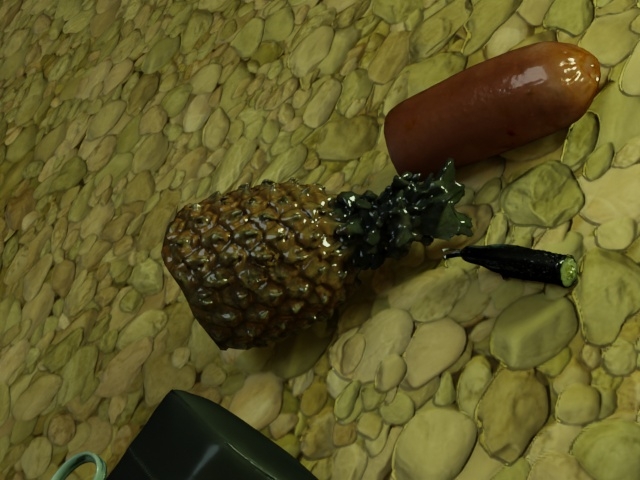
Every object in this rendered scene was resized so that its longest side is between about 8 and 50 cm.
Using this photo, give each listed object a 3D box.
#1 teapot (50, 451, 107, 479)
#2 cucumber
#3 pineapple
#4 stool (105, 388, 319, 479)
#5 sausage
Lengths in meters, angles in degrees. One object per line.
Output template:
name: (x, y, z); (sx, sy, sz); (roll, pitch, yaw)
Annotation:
teapot: (-0.281, 0.359, 1.285); (0.159, 0.159, 0.232); (-35, 48, 19)
cucumber: (0.202, 0.024, 1.168); (0.163, 0.043, 0.039); (9, 107, 52)
pineapple: (0.000, 0.000, 1.284); (0.362, 0.202, 0.202); (-20, 45, 15)
stool: (-0.096, 0.266, 1.116); (0.141, 0.232, 0.232); (-53, 37, -3)
sausage: (0.199, -0.153, 1.263); (0.259, 0.113, 0.114); (-21, 45, 34)
